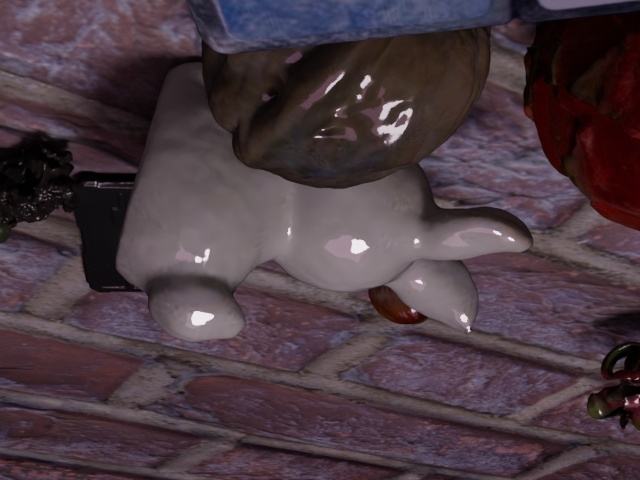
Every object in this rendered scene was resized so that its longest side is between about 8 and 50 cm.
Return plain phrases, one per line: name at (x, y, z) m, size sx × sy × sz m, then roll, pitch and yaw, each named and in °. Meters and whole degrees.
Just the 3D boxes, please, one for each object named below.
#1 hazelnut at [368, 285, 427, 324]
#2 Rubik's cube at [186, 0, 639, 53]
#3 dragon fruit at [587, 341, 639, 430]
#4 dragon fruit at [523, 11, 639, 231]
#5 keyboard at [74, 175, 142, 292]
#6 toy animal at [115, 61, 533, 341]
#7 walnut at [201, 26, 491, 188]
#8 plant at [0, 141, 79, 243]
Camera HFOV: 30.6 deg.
hazelnut at (0.102, 0.063, 1.412) m, size 0.086 × 0.086 × 0.086 m, roll -2°, pitch 151°, yaw -1°
Rubik's cube at (0.065, -0.298, 0.488) m, size 0.319 × 0.316 × 0.313 m, roll -5°, pitch 151°, yaw 7°
dragon fruit at (0.501, 0.166, 1.510) m, size 0.273 × 0.198 × 0.218 m, roll 3°, pitch 114°, yaw 36°
dragon fruit at (0.283, -0.123, 0.903) m, size 0.244 × 0.299 × 0.244 m, roll -16°, pitch 124°, yaw -26°
keyboard at (-0.219, -0.002, 1.321) m, size 0.106 × 0.016 × 0.262 m, roll 1°, pitch 152°, yaw -6°
toy animal at (-0.003, -0.009, 1.090) m, size 0.368 × 0.241 × 0.196 m, roll 6°, pitch 152°, yaw -14°
walnut at (0.017, -0.143, 0.900) m, size 0.224 × 0.224 × 0.224 m, roll -2°, pitch 151°, yaw -1°
plant at (-0.311, -0.043, 1.184) m, size 0.174 × 0.087 × 0.085 m, roll -27°, pitch 114°, yaw 29°
